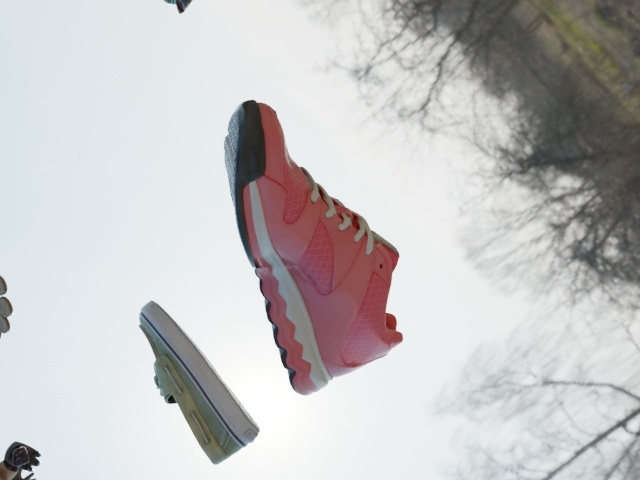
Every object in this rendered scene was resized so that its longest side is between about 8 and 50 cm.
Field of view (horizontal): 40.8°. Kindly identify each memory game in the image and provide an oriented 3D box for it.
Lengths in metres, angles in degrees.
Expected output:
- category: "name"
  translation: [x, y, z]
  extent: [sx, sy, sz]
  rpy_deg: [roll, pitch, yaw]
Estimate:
- category: "memory game"
  translation: [-0.589, 0.087, 1.479]
  extent: [0.186, 0.186, 0.012]
  rpy_deg: [51, -140, 9]

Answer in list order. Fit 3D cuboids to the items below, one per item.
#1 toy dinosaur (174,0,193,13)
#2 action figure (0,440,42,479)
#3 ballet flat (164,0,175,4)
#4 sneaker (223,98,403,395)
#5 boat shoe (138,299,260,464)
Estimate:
- category: "toy dinosaur"
  translation: [-0.234, -0.469, 1.260]
  extent: [0.296, 0.127, 0.200]
  rpy_deg: [59, 159, -3]
- category: "action figure"
  translation: [-0.441, 0.274, 1.038]
  extent: [0.099, 0.285, 0.185]
  rpy_deg: [21, -138, 34]
- category: "ballet flat"
  translation: [-0.250, -0.512, 1.668]
  extent: [0.070, 0.070, 0.188]
  rpy_deg: [49, -136, 3]
- category: "sneaker"
  translation: [0.000, 0.000, 0.798]
  extent: [0.116, 0.136, 0.314]
  rpy_deg: [-110, 4, -55]
- category: "boat shoe"
  translation: [-0.218, 0.222, 1.380]
  extent: [0.302, 0.094, 0.109]
  rpy_deg: [47, 171, 27]
